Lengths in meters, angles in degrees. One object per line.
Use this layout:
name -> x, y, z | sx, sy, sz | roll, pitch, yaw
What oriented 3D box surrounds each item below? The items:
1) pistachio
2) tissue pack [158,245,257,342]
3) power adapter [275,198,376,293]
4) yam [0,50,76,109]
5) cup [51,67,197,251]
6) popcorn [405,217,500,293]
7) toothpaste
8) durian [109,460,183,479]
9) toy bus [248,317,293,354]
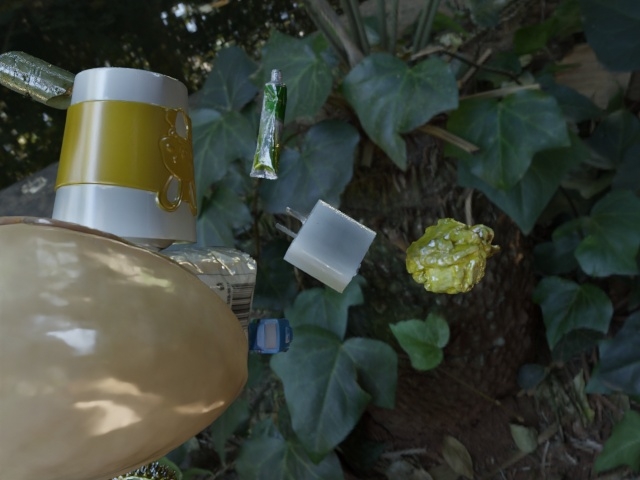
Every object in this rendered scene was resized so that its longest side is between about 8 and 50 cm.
pistachio -> -0.202, 0.089, 0.523 | 0.194, 0.318, 0.213 | 21, 103, 45
tissue pack -> -0.289, 0.197, 1.381 | 0.195, 0.390, 0.375 | 9, 93, 33
power adapter -> 0.000, 0.000, 1.786 | 0.255, 0.124, 0.187 | 30, 62, 1
yam -> -0.445, -0.253, 1.051 | 0.147, 0.069, 0.069 | 25, 54, -2
cup -> -0.243, -0.096, 0.883 | 0.186, 0.241, 0.225 | 0, 88, 21
popcorn -> 0.372, 0.048, 1.831 | 0.266, 0.192, 0.233 | -20, 21, 4
toothpaste -> -0.113, -0.263, 1.485 | 0.078, 0.047, 0.247 | 8, 93, 27
durian -> -0.357, 0.539, 1.370 | 0.252, 0.144, 0.139 | 18, 71, -1
toy bus -> -0.129, 0.234, 1.602 | 0.106, 0.184, 0.089 | -4, 83, 6
